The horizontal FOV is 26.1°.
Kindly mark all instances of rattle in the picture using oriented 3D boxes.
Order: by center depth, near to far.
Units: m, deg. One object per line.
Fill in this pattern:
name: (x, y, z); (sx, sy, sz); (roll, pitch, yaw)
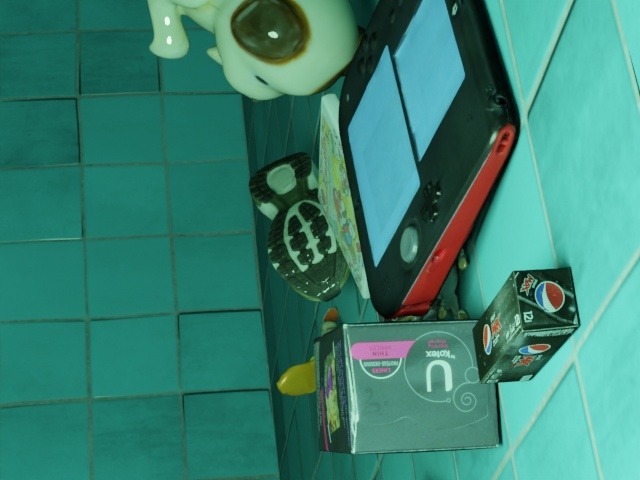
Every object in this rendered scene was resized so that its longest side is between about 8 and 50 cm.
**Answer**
rattle: (-0.016, 0.202, 2.453); (0.200, 0.142, 0.130); (-111, 1, -48)

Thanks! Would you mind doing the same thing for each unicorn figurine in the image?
unicorn figurine: (0.138, 0.053, 1.608); (0.111, 0.060, 0.162); (-116, 40, -71)

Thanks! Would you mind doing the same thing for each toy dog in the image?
toy dog: (-0.076, -0.388, 1.997); (0.284, 0.395, 0.408); (18, -133, -57)

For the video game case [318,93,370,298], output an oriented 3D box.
video game case: (0.041, -0.062, 1.980); (0.227, 0.026, 0.206); (92, 160, -52)

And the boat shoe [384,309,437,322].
boat shoe: (0.105, 0.004, 1.719); (0.080, 0.076, 0.229); (-117, 25, -71)

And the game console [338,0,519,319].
game console: (0.106, -0.141, 1.551); (0.342, 0.060, 0.387); (110, 157, -46)

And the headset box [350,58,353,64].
headset box: (0.078, -0.238, 1.879); (0.083, 0.062, 0.032); (143, 123, -81)

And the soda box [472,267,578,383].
soda box: (0.185, 0.080, 1.264); (0.169, 0.053, 0.060); (108, 158, -67)

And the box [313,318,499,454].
box: (0.089, 0.168, 1.572); (0.270, 0.165, 0.143); (138, 129, -79)

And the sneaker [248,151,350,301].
sneaker: (0.000, 0.000, 2.431); (0.182, 0.158, 0.410); (56, -171, -32)

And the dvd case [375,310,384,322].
dvd case: (0.103, 0.074, 1.967); (0.221, 0.018, 0.165); (99, 165, -56)
